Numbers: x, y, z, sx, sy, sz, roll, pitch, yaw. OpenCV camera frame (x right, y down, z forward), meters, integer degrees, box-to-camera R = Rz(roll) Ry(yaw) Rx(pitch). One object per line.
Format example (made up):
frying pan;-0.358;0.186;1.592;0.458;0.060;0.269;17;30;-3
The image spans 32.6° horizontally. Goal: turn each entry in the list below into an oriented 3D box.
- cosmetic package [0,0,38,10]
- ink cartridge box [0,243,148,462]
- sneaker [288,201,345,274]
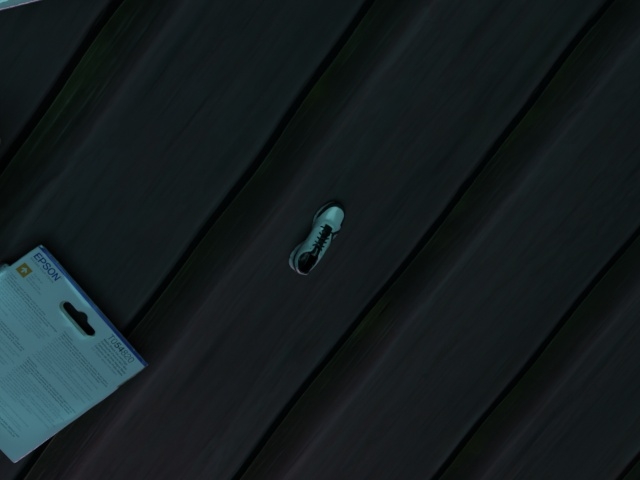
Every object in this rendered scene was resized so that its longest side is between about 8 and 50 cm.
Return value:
cosmetic package;-0.413;-0.329;1.163;0.365;0.155;0.197;-16;108;-3
ink cartridge box;-0.374;0.141;1.398;0.224;0.045;0.223;-35;112;2
sneaker;0.000;0.000;1.417;0.040;0.044;0.109;29;101;-16
